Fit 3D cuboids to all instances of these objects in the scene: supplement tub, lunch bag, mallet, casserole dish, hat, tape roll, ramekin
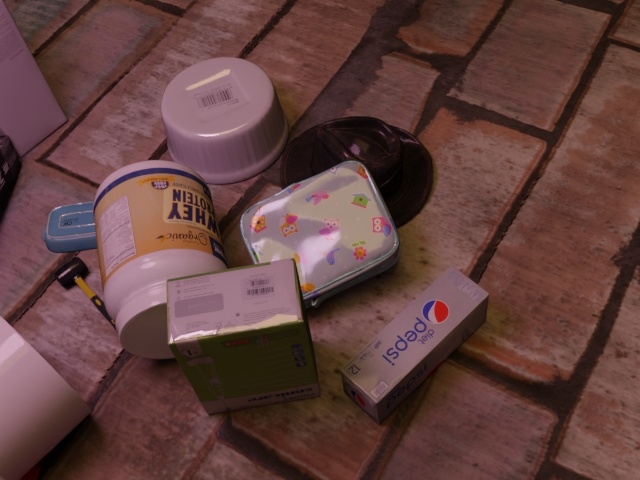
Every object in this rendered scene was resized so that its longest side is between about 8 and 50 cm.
[{"bbox_3d":[-0.290,0.034,1.390,0.228,0.228,0.316,-16,56,-4],"label":"supplement tub"},{"bbox_3d":[0.000,0.000,1.417,0.279,0.108,0.224,-26,78,3],"label":"lunch bag"},{"bbox_3d":[-0.455,0.113,1.475,0.062,0.039,0.190,-32,62,-17],"label":"mallet"},{"bbox_3d":[-0.496,-0.036,1.579,0.188,0.037,0.114,-7,55,3],"label":"casserole dish"},{"bbox_3d":[0.069,-0.174,1.551,0.331,0.134,0.332,-3,56,5],"label":"hat"},{"bbox_3d":[-0.531,0.256,1.256,0.246,0.246,0.169,35,65,26],"label":"tape roll"},{"bbox_3d":[-0.214,-0.272,1.648,0.277,0.135,0.277,-3,55,4],"label":"ramekin"}]

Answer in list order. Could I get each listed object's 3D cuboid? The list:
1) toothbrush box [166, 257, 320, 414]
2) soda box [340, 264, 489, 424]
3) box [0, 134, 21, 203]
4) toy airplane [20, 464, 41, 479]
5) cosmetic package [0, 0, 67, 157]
[{"bbox_3d":[-0.119,0.167,1.245,0.206,0.283,0.122,-10,54,0],"label":"toothbrush box"},{"bbox_3d":[0.167,0.180,1.316,0.286,0.098,0.091,-40,59,-20],"label":"soda box"},{"bbox_3d":[-0.877,-0.089,1.582,0.394,0.097,0.318,-4,43,4],"label":"box"},{"bbox_3d":[-0.485,0.447,1.250,0.151,0.028,0.151,-3,54,4],"label":"toy airplane"},{"bbox_3d":[-0.726,-0.382,1.643,0.197,0.366,0.155,31,63,26],"label":"cosmetic package"}]
